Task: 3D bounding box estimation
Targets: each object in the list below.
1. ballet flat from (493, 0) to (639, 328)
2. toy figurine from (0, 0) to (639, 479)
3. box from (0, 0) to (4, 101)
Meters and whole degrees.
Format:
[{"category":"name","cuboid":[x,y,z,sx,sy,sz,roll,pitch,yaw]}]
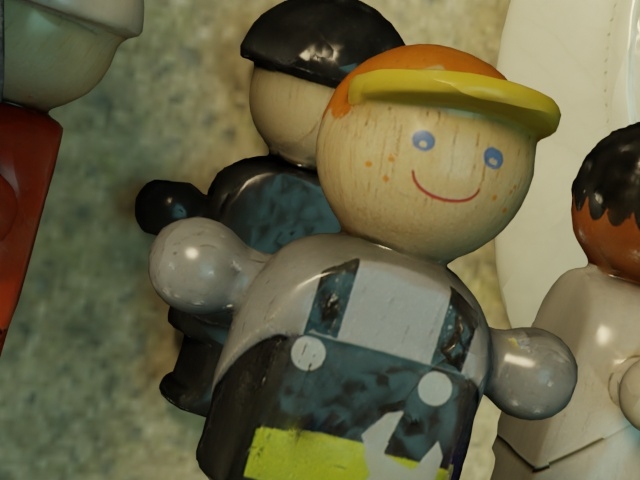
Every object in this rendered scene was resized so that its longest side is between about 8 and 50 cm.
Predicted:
[{"category":"ballet flat","cuboid":[0.162,-0.134,0.566,0.139,0.139,0.400,14,93,-30]},{"category":"toy figurine","cuboid":[0.000,0.000,0.443,0.213,0.209,0.148,12,97,-52]},{"category":"box","cuboid":[-0.235,-0.197,0.303,0.313,0.179,0.343,-5,102,-30]}]
